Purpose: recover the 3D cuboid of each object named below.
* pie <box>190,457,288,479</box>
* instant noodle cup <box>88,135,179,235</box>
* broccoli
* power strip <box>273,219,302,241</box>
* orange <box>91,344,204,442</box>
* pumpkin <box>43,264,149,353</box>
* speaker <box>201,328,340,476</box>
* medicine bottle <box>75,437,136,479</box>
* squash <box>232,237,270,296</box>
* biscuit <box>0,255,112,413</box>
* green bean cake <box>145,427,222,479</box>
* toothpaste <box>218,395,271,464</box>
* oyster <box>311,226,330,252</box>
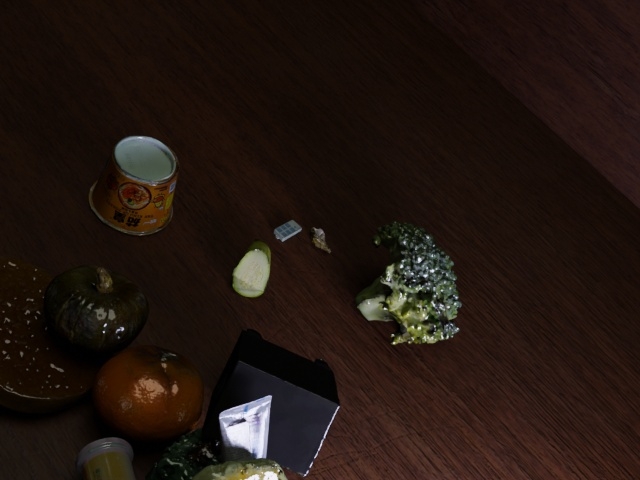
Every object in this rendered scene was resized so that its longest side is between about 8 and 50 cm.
[{"bbox_3d":[-0.162,0.525,1.550,0.307,0.306,0.071,-15,23,-39],"label":"pie"},{"bbox_3d":[-0.452,-0.145,2.129,0.216,0.172,0.215,16,44,-16],"label":"instant noodle cup"},{"bbox_3d":[0.248,0.115,2.195,0.324,0.272,0.334,25,30,-14],"label":"broccoli"},{"bbox_3d":[-0.090,-0.028,2.336,0.040,0.016,0.090,43,43,15],"label":"power strip"},{"bbox_3d":[-0.341,0.304,1.712,0.224,0.170,0.224,19,10,-4],"label":"orange"},{"bbox_3d":[-0.456,0.127,1.754,0.219,0.162,0.219,18,19,-6],"label":"pumpkin"},{"bbox_3d":[-0.105,0.328,1.771,0.232,0.184,0.254,25,7,-7],"label":"speaker"},{"bbox_3d":[-0.337,0.537,1.477,0.108,0.108,0.426,3,35,-28],"label":"medicine bottle"},{"bbox_3d":[-0.165,0.048,2.173,0.090,0.075,0.200,1,40,7],"label":"squash"},{"bbox_3d":[-0.611,0.187,1.779,0.394,0.070,0.350,46,37,18],"label":"biscuit"},{"bbox_3d":[-0.246,0.435,1.648,0.107,0.193,0.208,33,39,12],"label":"green bean cake"},{"bbox_3d":[-0.146,0.437,1.624,0.114,0.299,0.073,-11,24,-34],"label":"toothpaste"},{"bbox_3d":[-0.002,-0.001,2.350,0.051,0.034,0.093,25,27,-30],"label":"oyster"}]
